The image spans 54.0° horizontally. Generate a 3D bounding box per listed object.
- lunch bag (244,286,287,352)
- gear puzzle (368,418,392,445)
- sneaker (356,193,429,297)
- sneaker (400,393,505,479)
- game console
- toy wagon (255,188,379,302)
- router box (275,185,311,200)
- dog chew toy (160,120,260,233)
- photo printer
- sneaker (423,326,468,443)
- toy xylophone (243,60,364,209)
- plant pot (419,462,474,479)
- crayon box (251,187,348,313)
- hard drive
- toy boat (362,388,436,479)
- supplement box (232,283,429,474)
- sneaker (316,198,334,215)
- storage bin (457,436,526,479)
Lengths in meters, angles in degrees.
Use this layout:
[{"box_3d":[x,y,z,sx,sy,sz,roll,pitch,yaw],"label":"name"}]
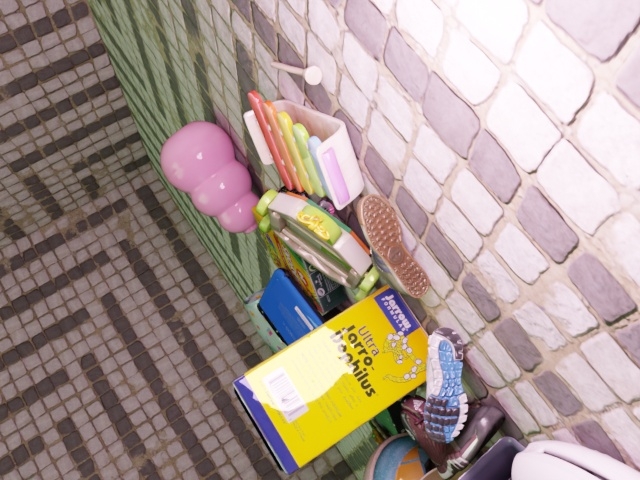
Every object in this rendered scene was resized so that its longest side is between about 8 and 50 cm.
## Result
[{"box_3d":[-0.159,0.276,2.227,0.223,0.160,0.262,60,170,-4],"label":"lunch bag"},{"box_3d":[0.191,0.586,1.779,0.175,0.044,0.339,50,176,20],"label":"gear puzzle"},{"box_3d":[0.104,0.013,1.050,0.192,0.064,0.086,58,160,-12],"label":"sneaker"},{"box_3d":[0.218,0.333,1.147,0.162,0.106,0.281,42,149,20],"label":"sneaker"},{"box_3d":[-0.013,0.227,1.633,0.293,0.173,0.250,50,135,22],"label":"game console"},{"box_3d":[0.000,0.000,1.202,0.267,0.068,0.344,36,167,7],"label":"toy wagon"},{"box_3d":[-0.050,-0.073,1.424,0.122,0.038,0.092,27,146,63],"label":"router box"},{"box_3d":[-0.283,-0.161,1.723,0.332,0.206,0.206,52,166,-9],"label":"dog chew toy"},{"box_3d":[0.394,0.411,0.826,0.308,0.107,0.256,60,165,-5],"label":"photo printer"},{"box_3d":[0.211,0.247,1.074,0.083,0.071,0.191,74,-159,-78],"label":"sneaker"},{"box_3d":[-0.038,-0.186,1.089,0.322,0.081,0.236,28,146,61],"label":"toy xylophone"},{"box_3d":[0.314,0.604,1.226,0.191,0.284,0.284,35,180,-34],"label":"plant pot"},{"box_3d":[-0.068,0.019,1.583,0.318,0.081,0.202,42,158,49],"label":"crayon box"},{"box_3d":[0.131,0.355,1.634,0.237,0.064,0.339,32,149,59],"label":"hard drive"},{"box_3d":[0.194,0.457,1.395,0.148,0.267,0.318,-36,66,45],"label":"toy boat"},{"box_3d":[0.030,0.270,1.225,0.195,0.356,0.194,56,165,12],"label":"supplement box"},{"box_3d":[-0.002,-0.058,1.307,0.119,0.047,0.057,94,154,-63],"label":"sneaker"},{"box_3d":[0.310,0.421,1.082,0.098,0.135,0.091,37,163,54],"label":"storage bin"}]
